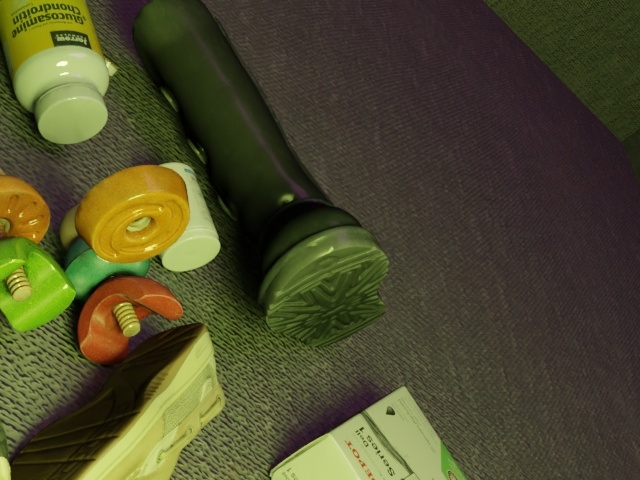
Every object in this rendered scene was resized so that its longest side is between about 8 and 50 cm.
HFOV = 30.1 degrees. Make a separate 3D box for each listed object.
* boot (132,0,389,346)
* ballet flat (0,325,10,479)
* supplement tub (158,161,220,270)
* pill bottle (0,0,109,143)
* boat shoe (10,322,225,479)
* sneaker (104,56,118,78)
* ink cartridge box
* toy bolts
[{"bbox_3d":[-0.083,-0.112,1.392,0.367,0.146,0.445,82,-17,-73],"label":"boot"},{"bbox_3d":[-0.265,0.128,0.951,0.049,0.057,0.173,5,47,-33],"label":"ballet flat"},{"bbox_3d":[-0.160,-0.027,1.332,0.071,0.071,0.107,19,41,-50],"label":"supplement tub"},{"bbox_3d":[-0.289,-0.198,1.294,0.103,0.103,0.184,20,39,-50],"label":"pill bottle"},{"bbox_3d":[-0.164,0.179,1.012,0.098,0.109,0.302,69,27,-16],"label":"boat shoe"},{"bbox_3d":[-0.276,-0.190,1.392,0.042,0.067,0.118,40,-3,-21],"label":"sneaker"},{"bbox_3d":[0.063,0.269,1.301,0.160,0.092,0.219,56,24,8],"label":"ink cartridge box"},{"bbox_3d":[-0.216,-0.015,1.093,0.158,0.218,0.228,60,6,33],"label":"toy bolts"}]
